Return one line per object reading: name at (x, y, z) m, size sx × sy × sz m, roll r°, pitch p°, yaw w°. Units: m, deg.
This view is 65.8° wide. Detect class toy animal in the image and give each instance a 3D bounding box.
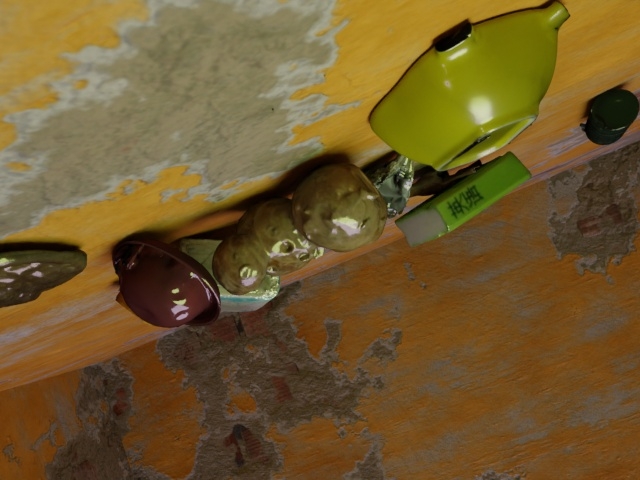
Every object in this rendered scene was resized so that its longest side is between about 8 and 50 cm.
toy animal at (0.240, -0.123, 1.155) m, size 0.260 × 0.087 × 0.244 m, roll -29°, pitch 168°, yaw 26°

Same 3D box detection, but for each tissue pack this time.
tissue pack at (-0.199, 0.079, 1.042) m, size 0.202 × 0.124 × 0.271 m, roll 7°, pitch 166°, yaw -11°

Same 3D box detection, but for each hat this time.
hat at (-0.263, 0.087, 0.820) m, size 0.206 × 0.205 × 0.089 m, roll -29°, pitch -153°, yaw 44°

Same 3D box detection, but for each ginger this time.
ginger at (-0.037, -0.015, 0.839) m, size 0.304 × 0.155 × 0.244 m, roll -30°, pitch -173°, yaw 12°

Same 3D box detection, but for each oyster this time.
oyster at (0.091, -0.085, 0.998) m, size 0.200 × 0.086 × 0.252 m, roll -4°, pitch 158°, yaw 11°

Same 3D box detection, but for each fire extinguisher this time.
fire extinguisher at (0.712, -0.297, 1.238) m, size 0.115 × 0.095 × 0.311 m, roll 16°, pitch -171°, yaw 25°

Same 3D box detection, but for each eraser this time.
eraser at (0.335, -0.096, 1.173) m, size 0.274 × 0.092 × 0.210 m, roll -31°, pitch 180°, yaw -19°

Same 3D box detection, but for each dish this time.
dish at (0.197, -0.168, 0.634) m, size 0.221 × 0.108 × 0.262 m, roll -21°, pitch 173°, yaw -16°

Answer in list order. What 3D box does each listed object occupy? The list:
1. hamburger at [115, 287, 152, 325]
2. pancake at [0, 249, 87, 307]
hamburger at (-0.374, 0.135, 1.108) m, size 0.087 × 0.137 × 0.166 m, roll -53°, pitch -179°, yaw -13°
pancake at (-0.444, 0.062, 0.673) m, size 0.242 × 0.050 × 0.242 m, roll -22°, pitch 172°, yaw -3°
